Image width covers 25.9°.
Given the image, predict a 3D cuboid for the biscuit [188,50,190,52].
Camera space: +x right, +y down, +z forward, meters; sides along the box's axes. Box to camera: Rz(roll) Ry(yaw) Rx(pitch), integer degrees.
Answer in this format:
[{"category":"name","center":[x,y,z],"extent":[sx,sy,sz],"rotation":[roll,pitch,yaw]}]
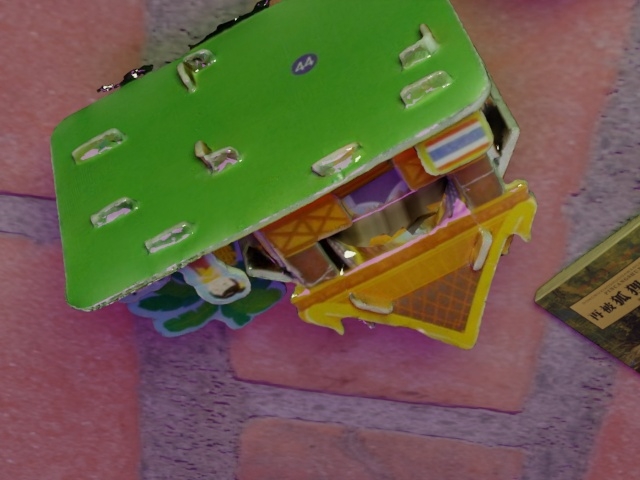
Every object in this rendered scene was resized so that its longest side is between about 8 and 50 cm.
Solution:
[{"category":"biscuit","center":[-0.064,-0.078,1.196],"extent":[0.064,0.034,0.199],"rotation":[-7,129,12]}]

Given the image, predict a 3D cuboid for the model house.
[{"category":"model house","center":[0.000,0.000,1.096],"extent":[0.357,0.242,0.313],"rotation":[-28,129,7]}]

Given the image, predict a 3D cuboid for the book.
[{"category":"book","center":[0.334,0.068,1.281],"extent":[0.228,0.024,0.160],"rotation":[33,128,-20]}]
